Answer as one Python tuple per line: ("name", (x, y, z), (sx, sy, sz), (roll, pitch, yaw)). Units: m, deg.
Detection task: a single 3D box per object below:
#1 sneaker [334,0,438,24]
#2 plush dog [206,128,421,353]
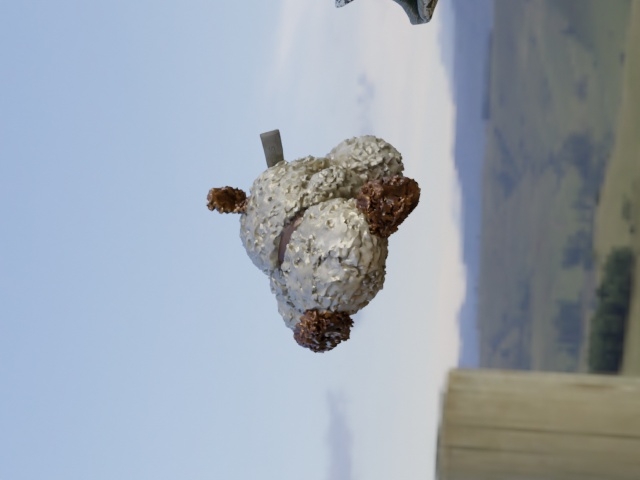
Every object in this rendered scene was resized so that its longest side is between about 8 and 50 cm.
("sneaker", (0.028, -0.429, 1.967), (0.158, 0.410, 0.182), (-23, 53, 63))
("plush dog", (0.000, 0.000, 1.595), (0.225, 0.210, 0.262), (35, 104, 55))
